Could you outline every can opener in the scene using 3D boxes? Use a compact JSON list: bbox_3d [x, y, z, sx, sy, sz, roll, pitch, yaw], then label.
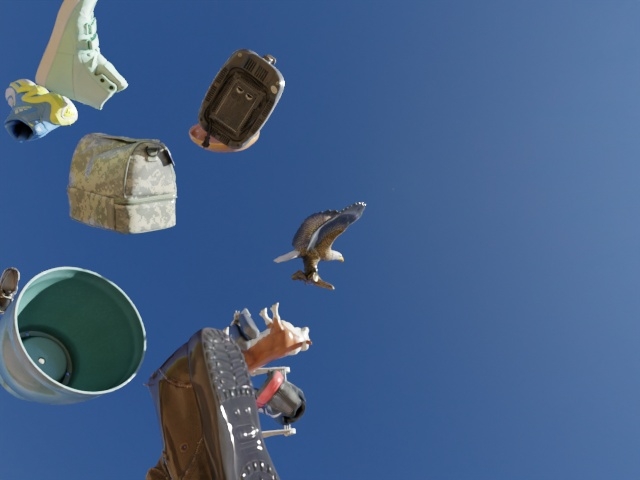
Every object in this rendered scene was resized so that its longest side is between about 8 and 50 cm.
[{"bbox_3d":[-0.210,0.252,1.228,0.093,0.280,0.074,38,-99,-10],"label":"can opener"}]

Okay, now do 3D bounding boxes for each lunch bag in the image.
[{"bbox_3d":[-0.568,-0.173,1.246,0.304,0.212,0.256,14,-70,31],"label":"lunch bag"}]

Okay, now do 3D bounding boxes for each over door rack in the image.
[{"bbox_3d":[-0.247,0.558,1.498,0.108,0.324,0.240,-39,-131,41],"label":"over door rack"}]

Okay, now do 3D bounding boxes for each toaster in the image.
[{"bbox_3d":[-0.168,-0.295,0.929,0.129,0.146,0.227,33,-72,-12],"label":"toaster"}]

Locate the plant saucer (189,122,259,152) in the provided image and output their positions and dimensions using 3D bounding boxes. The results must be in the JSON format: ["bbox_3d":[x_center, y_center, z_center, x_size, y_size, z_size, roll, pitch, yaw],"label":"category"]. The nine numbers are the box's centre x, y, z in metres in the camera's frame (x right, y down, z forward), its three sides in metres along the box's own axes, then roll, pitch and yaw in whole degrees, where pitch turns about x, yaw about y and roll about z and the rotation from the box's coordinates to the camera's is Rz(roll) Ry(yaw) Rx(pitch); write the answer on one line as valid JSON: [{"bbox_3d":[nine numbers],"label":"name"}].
[{"bbox_3d":[-0.278,-0.304,1.260,0.199,0.200,0.037,9,-54,8],"label":"plant saucer"}]

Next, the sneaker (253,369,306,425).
[{"bbox_3d":[-0.108,0.422,1.126,0.135,0.276,0.098,36,-116,7],"label":"sneaker"}]

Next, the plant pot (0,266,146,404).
[{"bbox_3d":[-0.572,0.233,0.951,0.196,0.293,0.293,-33,-89,18],"label":"plant pot"}]

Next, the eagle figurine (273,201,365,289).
[{"bbox_3d":[0.006,0.003,1.415,0.226,0.225,0.299,13,-100,22],"label":"eagle figurine"}]

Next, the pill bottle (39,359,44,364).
[{"bbox_3d":[-0.829,0.313,1.363,0.117,0.209,0.118,9,-43,8],"label":"pill bottle"}]

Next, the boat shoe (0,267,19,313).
[{"bbox_3d":[-0.838,0.134,1.156,0.038,0.046,0.125,-4,-110,43],"label":"boat shoe"}]

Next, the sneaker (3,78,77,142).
[{"bbox_3d":[-0.649,-0.281,0.940,0.239,0.126,0.091,16,-39,30],"label":"sneaker"}]

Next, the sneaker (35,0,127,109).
[{"bbox_3d":[-0.444,-0.386,0.860,0.151,0.094,0.256,24,-58,-30],"label":"sneaker"}]

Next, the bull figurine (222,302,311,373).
[{"bbox_3d":[-0.176,0.325,1.416,0.310,0.101,0.189,-23,-93,-28],"label":"bull figurine"}]

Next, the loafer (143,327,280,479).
[{"bbox_3d":[-0.130,0.297,0.524,0.130,0.134,0.366,-27,-122,13],"label":"loafer"}]
